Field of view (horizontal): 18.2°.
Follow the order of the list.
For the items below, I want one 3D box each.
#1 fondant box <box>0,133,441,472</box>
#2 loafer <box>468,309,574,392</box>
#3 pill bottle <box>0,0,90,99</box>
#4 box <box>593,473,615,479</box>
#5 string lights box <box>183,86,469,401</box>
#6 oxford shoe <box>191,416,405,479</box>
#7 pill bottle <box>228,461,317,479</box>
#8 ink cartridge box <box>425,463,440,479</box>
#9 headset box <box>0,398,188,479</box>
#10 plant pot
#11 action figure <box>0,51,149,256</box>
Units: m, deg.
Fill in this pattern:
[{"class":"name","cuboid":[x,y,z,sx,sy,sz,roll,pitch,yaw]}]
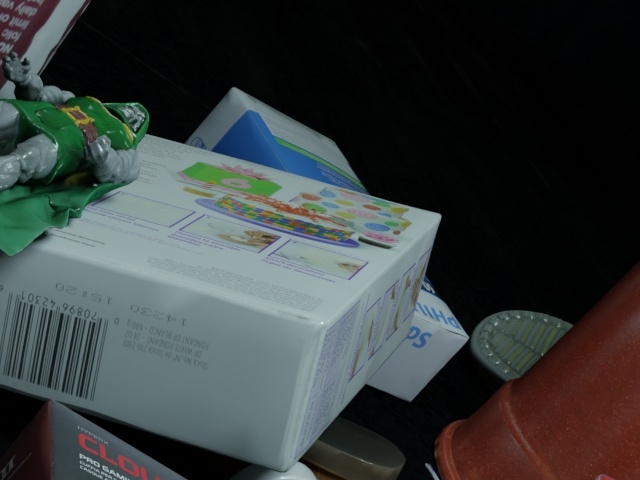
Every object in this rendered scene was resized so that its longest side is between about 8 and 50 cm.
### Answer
[{"class":"fondant box","cuboid":[-0.078,0.024,1.243,0.238,0.096,0.330,16,16,11]},{"class":"loafer","cuboid":[0.231,0.152,1.701,0.251,0.087,0.094,33,52,15]},{"class":"pill bottle","cuboid":[-0.227,-0.209,1.183,0.224,0.392,0.224,34,18,-12]},{"class":"box","cuboid":[0.261,0.283,1.341,0.257,0.123,0.128,30,18,-22]},{"class":"string lights box","cuboid":[0.000,0.000,1.592,0.133,0.077,0.260,26,23,-43]},{"class":"oxford shoe","cuboid":[-0.057,0.124,1.230,0.212,0.076,0.076,26,17,18]},{"class":"pill bottle","cuboid":[-0.011,0.190,1.124,0.078,0.078,0.137,25,22,-34]},{"class":"ink cartridge box","cuboid":[0.129,0.278,1.080,0.165,0.065,0.333,57,0,-36]},{"class":"headset box","cuboid":[-0.063,0.214,0.894,0.218,0.110,0.293,34,16,-21]},{"class":"plant pot","cuboid":[0.273,0.137,1.493,0.272,0.265,0.272,34,18,-12]},{"class":"action figure","cuboid":[-0.159,-0.057,1.129,0.137,0.063,0.232,43,19,11]}]
